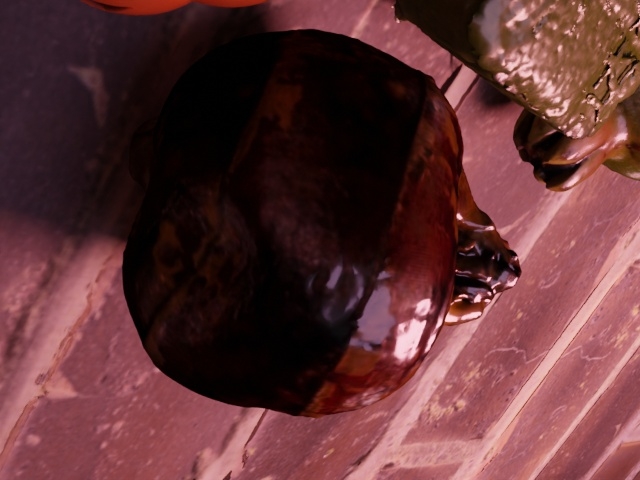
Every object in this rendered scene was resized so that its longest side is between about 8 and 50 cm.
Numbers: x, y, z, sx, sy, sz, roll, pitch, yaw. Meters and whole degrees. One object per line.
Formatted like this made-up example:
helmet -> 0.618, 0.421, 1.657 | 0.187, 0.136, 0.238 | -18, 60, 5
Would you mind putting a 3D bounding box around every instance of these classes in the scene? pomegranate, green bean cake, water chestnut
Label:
pomegranate -> 0.285, -0.130, 0.717 | 0.240, 0.159, 0.190 | -7, 128, -36
green bean cake -> 0.169, -0.190, 0.582 | 0.214, 0.113, 0.200 | 20, 108, -50
water chestnut -> 0.000, 0.000, 0.509 | 0.238, 0.224, 0.224 | 18, 116, -15

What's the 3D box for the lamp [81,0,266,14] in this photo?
lamp -> -0.057, -0.178, 0.326 | 0.187, 0.164, 0.188 | -1, 98, -7
